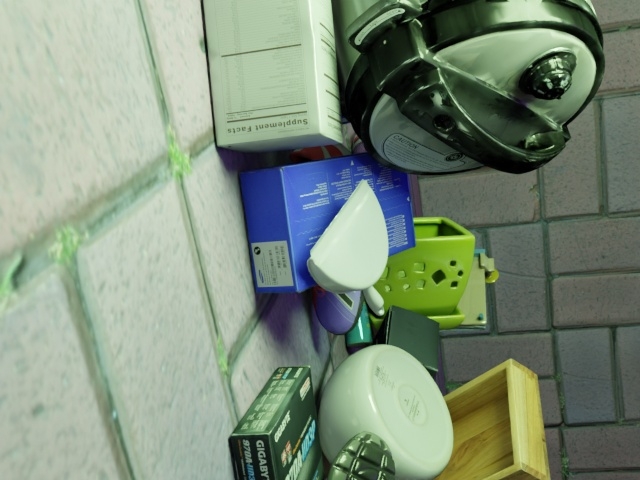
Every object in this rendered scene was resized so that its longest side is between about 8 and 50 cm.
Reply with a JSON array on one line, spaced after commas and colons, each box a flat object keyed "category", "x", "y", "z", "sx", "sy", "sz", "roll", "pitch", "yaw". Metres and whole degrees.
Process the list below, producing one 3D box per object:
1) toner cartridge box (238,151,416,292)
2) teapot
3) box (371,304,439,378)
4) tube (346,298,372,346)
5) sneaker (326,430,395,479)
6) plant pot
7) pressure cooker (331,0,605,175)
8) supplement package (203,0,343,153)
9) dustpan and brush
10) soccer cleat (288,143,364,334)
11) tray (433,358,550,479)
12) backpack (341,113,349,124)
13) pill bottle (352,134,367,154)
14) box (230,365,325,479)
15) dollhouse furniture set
[{"category": "toner cartridge box", "x": 0.025, "y": -0.040, "z": 1.165, "sx": 0.348, "sy": 0.075, "sz": 0.165, "roll": -16, "pitch": 102, "yaw": -56}, {"category": "teapot", "x": 0.081, "y": 0.310, "z": 1.308, "sx": 0.256, "sy": 0.187, "sz": 0.253, "roll": 12, "pitch": 50, "yaw": -50}, {"category": "box", "x": 0.145, "y": 0.259, "z": 1.554, "sx": 0.153, "sy": 0.108, "sz": 0.207, "roll": -73, "pitch": -175, "yaw": -57}, {"category": "tube", "x": 0.067, "y": 0.111, "z": 1.618, "sx": 0.080, "sy": 0.052, "sz": 0.207, "roll": 86, "pitch": -2, "yaw": -73}, {"category": "sneaker", "x": 0.023, "y": 0.392, "z": 1.105, "sx": 0.106, "sy": 0.101, "sz": 0.267, "roll": -44, "pitch": -161, "yaw": 55}, {"category": "plant pot", "x": 0.185, "y": 0.071, "z": 1.677, "sx": 0.228, "sy": 0.227, "sz": 0.207, "roll": -117, "pitch": -156, "yaw": -76}, {"category": "pressure cooker", "x": 0.191, "y": -0.290, "z": 1.130, "sx": 0.375, "sy": 0.369, "sz": 0.420, "roll": 92, "pitch": -14, "yaw": -64}, {"category": "supplement package", "x": -0.058, "y": -0.240, "z": 1.005, "sx": 0.134, "sy": 0.139, "sz": 0.244, "roll": -8, "pitch": 93, "yaw": -76}, {"category": "dustpan and brush", "x": 0.055, "y": 0.037, "z": 1.098, "sx": 0.147, "sy": 0.060, "sz": 0.211, "roll": -54, "pitch": 126, "yaw": -27}, {"category": "soccer cleat", "x": 0.000, "y": 0.000, "z": 1.288, "sx": 0.116, "sy": 0.108, "sz": 0.318, "roll": -8, "pitch": 97, "yaw": -54}, {"category": "tray", "x": 0.205, "y": 0.387, "z": 1.373, "sx": 0.076, "sy": 0.411, "sz": 0.203, "roll": 32, "pitch": 40, "yaw": -23}, {"category": "backpack", "x": 0.028, "y": -0.260, "z": 1.465, "sx": 0.114, "sy": 0.105, "sz": 0.084, "roll": -79, "pitch": 169, "yaw": -58}, {"category": "pill bottle", "x": 0.124, "y": -0.159, "z": 1.833, "sx": 0.108, "sy": 0.108, "sz": 0.194, "roll": 69, "pitch": 20, "yaw": -49}, {"category": "box", "x": -0.047, "y": 0.280, "z": 1.016, "sx": 0.220, "sy": 0.051, "sz": 0.175, "roll": -45, "pitch": 129, "yaw": -74}, {"category": "dollhouse furniture set", "x": 0.272, "y": 0.196, "z": 1.867, "sx": 0.198, "sy": 0.303, "sz": 0.286, "roll": 70, "pitch": 19, "yaw": -53}]
